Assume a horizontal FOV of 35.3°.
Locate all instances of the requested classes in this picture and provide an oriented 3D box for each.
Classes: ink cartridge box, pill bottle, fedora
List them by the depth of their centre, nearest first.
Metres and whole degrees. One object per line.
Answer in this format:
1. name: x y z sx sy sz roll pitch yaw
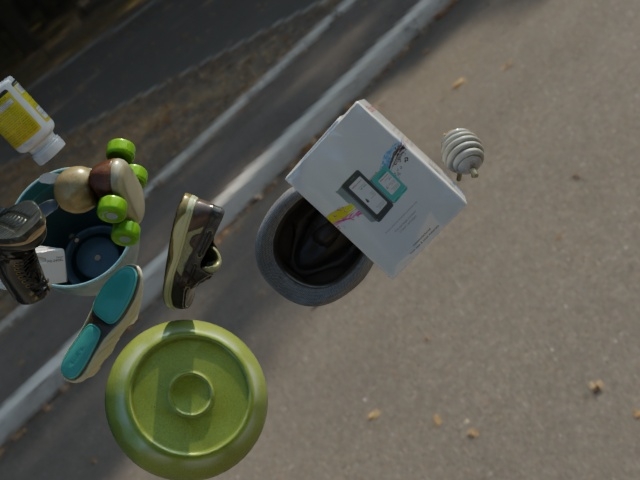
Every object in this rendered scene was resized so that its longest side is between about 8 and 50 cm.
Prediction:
1. pill bottle: -0.402 -0.159 1.359 0.065 0.116 0.065 -36 19 15
2. ink cartridge box: -0.529 0.046 1.770 0.109 0.063 0.150 -9 9 -38
3. ink cartridge box: 0.106 -0.102 1.868 0.197 0.270 0.198 -47 2 11
4. fedora: 0.000 0.000 2.130 0.275 0.244 0.124 -56 -3 2

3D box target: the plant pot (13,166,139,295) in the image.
1. plant pot: -0.522 0.008 2.249 0.272 0.271 0.255 -41 -15 -10

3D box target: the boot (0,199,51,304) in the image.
1. boot: -0.367 0.025 1.269 0.077 0.137 0.198 -42 25 -26

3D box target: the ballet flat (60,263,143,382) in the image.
1. ballet flat: -0.384 0.152 1.827 0.248 0.086 0.086 -54 18 6

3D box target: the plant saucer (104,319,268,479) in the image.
1. plant saucer: -0.192 0.228 1.470 0.241 0.241 0.037 -46 -3 -23

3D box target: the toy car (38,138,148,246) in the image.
1. toy car: -0.422 -0.081 1.812 0.189 0.149 0.155 -4 56 7

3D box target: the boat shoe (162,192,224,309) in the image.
1. boat shoe: -0.180 0.028 1.448 0.080 0.073 0.223 -71 -4 -45

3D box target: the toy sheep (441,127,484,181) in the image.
1. toy sheep: 0.276 -0.167 1.947 0.091 0.091 0.132 -35 52 7
